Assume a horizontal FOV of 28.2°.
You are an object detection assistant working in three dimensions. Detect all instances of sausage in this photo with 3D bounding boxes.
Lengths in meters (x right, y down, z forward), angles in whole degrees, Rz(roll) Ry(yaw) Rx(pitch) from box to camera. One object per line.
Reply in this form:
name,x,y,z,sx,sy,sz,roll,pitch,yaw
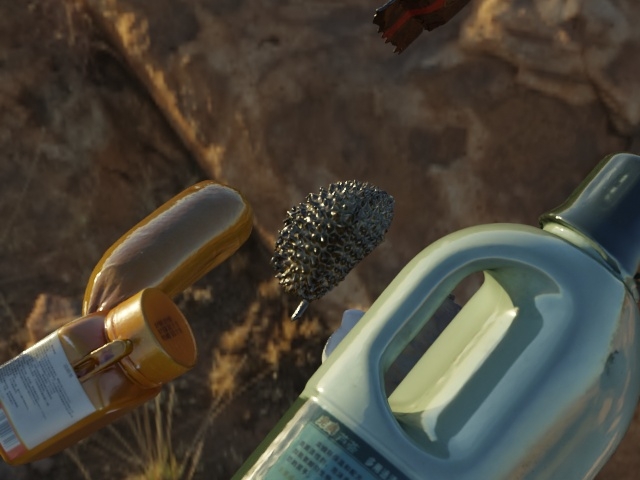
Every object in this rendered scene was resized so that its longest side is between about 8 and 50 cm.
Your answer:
sausage,-0.207,0.027,1.622,0.112,0.112,0.328,26,42,21

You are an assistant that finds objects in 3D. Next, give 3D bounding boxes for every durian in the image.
durian,-0.002,-0.001,1.087,0.071,0.110,0.140,37,81,-14

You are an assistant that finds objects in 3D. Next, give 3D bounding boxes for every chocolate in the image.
chocolate,0.105,-0.180,0.758,0.182,0.086,0.028,-45,74,2

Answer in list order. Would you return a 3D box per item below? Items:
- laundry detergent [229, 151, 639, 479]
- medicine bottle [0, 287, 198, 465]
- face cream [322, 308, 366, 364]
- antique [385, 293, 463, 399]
laundry detergent,0.043,0.063,0.418,0.099,0.070,0.225,42,82,-14
medicine bottle,-0.253,0.148,1.411,0.222,0.149,0.112,-31,83,16
face cream,0.062,0.250,1.735,0.145,0.369,0.145,-9,45,9
antique,0.070,0.178,1.339,0.093,0.087,0.310,36,46,13
